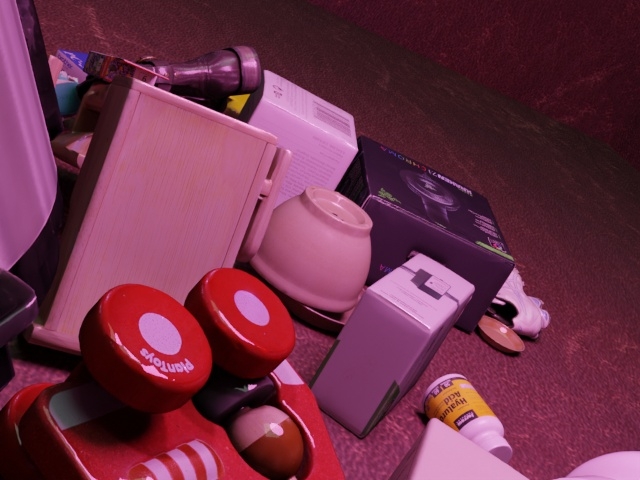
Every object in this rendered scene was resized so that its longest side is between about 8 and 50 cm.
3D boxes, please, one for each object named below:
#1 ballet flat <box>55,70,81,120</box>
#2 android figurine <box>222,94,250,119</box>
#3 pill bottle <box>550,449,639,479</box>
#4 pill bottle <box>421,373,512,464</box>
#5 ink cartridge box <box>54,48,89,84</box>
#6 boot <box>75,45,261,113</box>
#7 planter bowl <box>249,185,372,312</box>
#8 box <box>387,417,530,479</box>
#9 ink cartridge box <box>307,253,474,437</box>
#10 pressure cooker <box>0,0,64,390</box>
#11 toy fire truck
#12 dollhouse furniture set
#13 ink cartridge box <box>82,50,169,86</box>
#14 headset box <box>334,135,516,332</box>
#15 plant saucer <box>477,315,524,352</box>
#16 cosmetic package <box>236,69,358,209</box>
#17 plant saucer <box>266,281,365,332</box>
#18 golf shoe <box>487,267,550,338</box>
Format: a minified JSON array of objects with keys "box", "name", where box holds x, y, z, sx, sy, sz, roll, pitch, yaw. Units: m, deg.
[{"box":[-0.408,-0.187,1.377,0.077,0.091,0.241,6,3,29],"name":"ballet flat"},{"box":[-0.101,-0.225,1.893,0.248,0.056,0.273,28,21,-5],"name":"android figurine"},{"box":[0.341,0.307,1.034,0.362,0.210,0.210,9,29,-44],"name":"pill bottle"},{"box":[0.170,0.213,1.226,0.065,0.065,0.116,14,25,-37],"name":"pill bottle"},{"box":[-0.305,-0.211,1.593,0.207,0.046,0.097,39,21,23],"name":"ink cartridge box"},{"box":[-0.228,-0.218,1.478,0.229,0.091,0.263,-11,-1,-28],"name":"boot"},{"box":[0.000,0.000,1.347,0.162,0.109,0.162,27,20,-11],"name":"planter bowl"},{"box":[0.089,0.274,0.851,0.126,0.149,0.232,32,21,5],"name":"box"},{"box":[0.085,0.113,1.221,0.087,0.153,0.208,34,19,13],"name":"ink cartridge box"},{"box":[-0.365,-0.068,0.680,0.375,0.421,0.370,-8,35,-4],"name":"pressure cooker"},{"box":[-0.091,0.173,0.846,0.254,0.169,0.302,53,27,15],"name":"toy fire truck"},{"box":[-0.228,-0.039,1.156,0.362,0.257,0.394,20,2,-28],"name":"dollhouse furniture set"},{"box":[-0.231,-0.195,1.257,0.062,0.029,0.115,20,3,-35],"name":"ink cartridge box"},{"box":[0.141,-0.012,1.620,0.246,0.131,0.283,26,21,-11],"name":"headset box"},{"box":[0.266,0.144,1.592,0.083,0.015,0.083,27,21,-11],"name":"plant saucer"},{"box":[-0.058,-0.112,1.501,0.151,0.184,0.151,27,20,-13],"name":"cosmetic package"},{"box":[-0.005,0.069,1.378,0.168,0.029,0.168,26,21,-11],"name":"plant saucer"},{"box":[0.285,0.085,1.692,0.086,0.069,0.176,4,31,-39],"name":"golf shoe"}]
